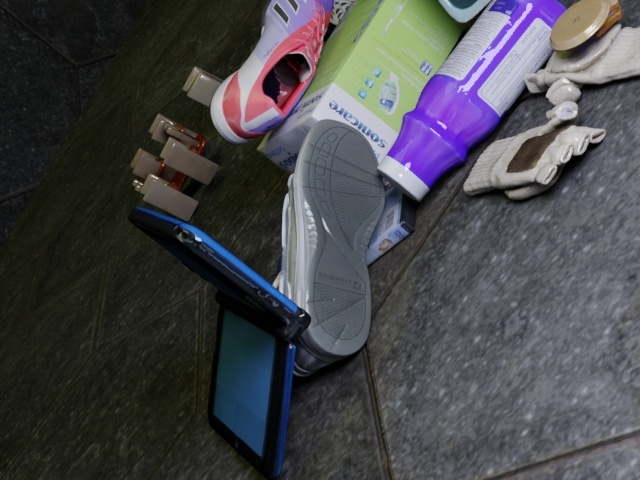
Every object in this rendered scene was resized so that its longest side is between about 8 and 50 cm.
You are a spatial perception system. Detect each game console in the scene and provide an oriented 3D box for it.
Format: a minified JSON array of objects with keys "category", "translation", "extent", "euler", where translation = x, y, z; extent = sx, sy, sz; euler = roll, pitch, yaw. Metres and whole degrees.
[{"category":"game console","translation":[-0.136,0.107,1.520],"extent":[0.173,0.250,0.293],"euler":[-54,19,-7]}]

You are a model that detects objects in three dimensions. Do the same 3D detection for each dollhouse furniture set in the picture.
[{"category":"dollhouse furniture set","translation":[-0.225,-0.170,2.419],"extent":[0.259,0.135,0.262],"euler":[-60,19,8]}]

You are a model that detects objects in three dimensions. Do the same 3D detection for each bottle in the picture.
[{"category":"bottle","translation":[0.178,-0.175,1.578],"extent":[0.283,0.092,0.118],"euler":[-52,14,-2]}]

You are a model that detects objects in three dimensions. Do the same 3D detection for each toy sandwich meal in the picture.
[{"category":"toy sandwich meal","translation":[0.287,-0.232,1.446],"extent":[0.085,0.029,0.085],"euler":[-35,29,23]}]

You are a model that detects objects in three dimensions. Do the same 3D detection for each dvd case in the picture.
[{"category":"dvd case","translation":[0.029,-0.002,1.699],"extent":[0.253,0.022,0.180],"euler":[-39,23,30]}]

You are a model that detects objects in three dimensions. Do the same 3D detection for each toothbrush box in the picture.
[{"category":"toothbrush box","translation":[0.060,-0.220,1.837],"extent":[0.283,0.122,0.206],"euler":[-57,15,-21]}]

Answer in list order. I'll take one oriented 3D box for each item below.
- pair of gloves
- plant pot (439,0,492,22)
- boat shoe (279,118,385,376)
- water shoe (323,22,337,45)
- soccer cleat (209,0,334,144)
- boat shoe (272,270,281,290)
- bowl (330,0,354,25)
[{"category":"pair of gloves","translation":[0.259,-0.148,1.439],"extent":[0.240,0.042,0.204],"euler":[-54,20,-10]},{"category":"plant pot","translation":[0.229,-0.451,1.720],"extent":[0.247,0.248,0.252],"euler":[-41,-8,24]},{"category":"boat shoe","translation":[0.002,0.002,1.569],"extent":[0.103,0.118,0.320],"euler":[-38,43,49]},{"category":"water shoe","translation":[0.020,-0.379,2.270],"extent":[0.073,0.080,0.203],"euler":[-52,20,-4]},{"category":"soccer cleat","translation":[-0.037,-0.261,1.833],"extent":[0.116,0.108,0.318],"euler":[-11,40,44]},{"category":"boat shoe","translation":[-0.013,0.027,1.646],"extent":[0.043,0.049,0.137],"euler":[18,59,23]},{"category":"bowl","translation":[0.073,-0.422,2.131],"extent":[0.170,0.080,0.170],"euler":[-13,41,12]}]
